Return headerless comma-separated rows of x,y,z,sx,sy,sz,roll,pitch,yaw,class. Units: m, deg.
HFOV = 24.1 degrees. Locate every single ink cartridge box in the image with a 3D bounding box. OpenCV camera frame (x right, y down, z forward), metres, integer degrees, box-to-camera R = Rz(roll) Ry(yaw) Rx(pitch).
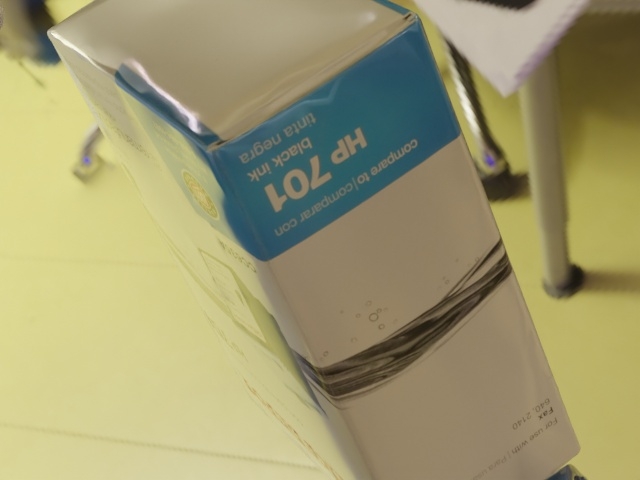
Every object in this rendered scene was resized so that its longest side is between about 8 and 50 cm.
0.000,0.000,0.530,0.082,0.190,0.139,-33,34,-14,ink cartridge box

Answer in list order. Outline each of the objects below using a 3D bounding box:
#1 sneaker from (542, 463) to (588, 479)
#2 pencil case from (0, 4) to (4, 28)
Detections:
0.099,0.164,0.613,0.090,0.232,0.081,-32,57,2,sneaker
-0.120,-0.135,0.393,0.113,0.124,0.273,-54,6,-33,pencil case
